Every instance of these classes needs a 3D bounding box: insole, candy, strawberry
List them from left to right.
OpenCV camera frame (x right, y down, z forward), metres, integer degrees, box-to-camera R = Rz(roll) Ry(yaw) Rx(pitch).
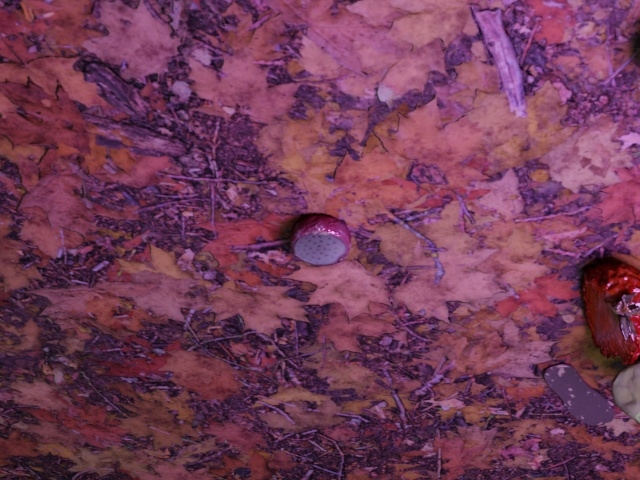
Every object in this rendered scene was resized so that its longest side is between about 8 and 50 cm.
[{"bbox_3d":[0.000,0.000,1.626,0.103,0.043,0.103,1,141,0],"label":"candy"},{"bbox_3d":[0.517,0.310,1.971,0.081,0.011,0.248,-22,133,26],"label":"insole"},{"bbox_3d":[0.516,0.112,1.657,0.106,0.236,0.175,-22,93,0],"label":"strawberry"},{"bbox_3d":[0.621,0.276,1.746,0.142,0.132,0.343,-35,155,22],"label":"candy"}]
